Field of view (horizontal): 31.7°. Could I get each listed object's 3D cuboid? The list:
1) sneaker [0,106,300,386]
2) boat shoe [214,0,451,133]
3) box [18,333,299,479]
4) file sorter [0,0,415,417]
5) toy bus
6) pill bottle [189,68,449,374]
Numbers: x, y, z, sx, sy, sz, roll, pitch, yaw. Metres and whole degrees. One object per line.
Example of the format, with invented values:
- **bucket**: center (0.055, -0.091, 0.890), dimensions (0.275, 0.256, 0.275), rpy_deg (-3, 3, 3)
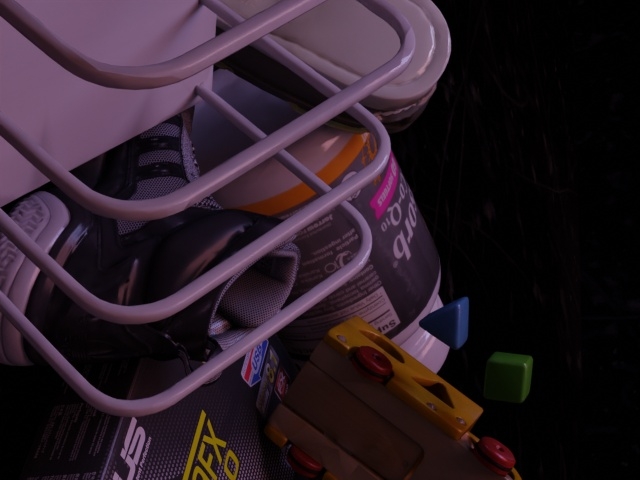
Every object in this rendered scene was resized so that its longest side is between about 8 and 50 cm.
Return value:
- **sneaker**: center (-0.081, -0.019, 0.667), dimensions (0.268, 0.153, 0.101), rpy_deg (-71, 174, -46)
- **boat shoe**: center (-0.059, -0.167, 0.726), dimensions (0.109, 0.305, 0.091), rpy_deg (-55, 173, -17)
- **box**: center (-0.090, 0.143, 0.726), dimensions (0.270, 0.060, 0.216), rpy_deg (-78, 151, -44)
- **file sorter**: center (-0.069, -0.092, 0.475), dimensions (0.193, 0.173, 0.277), rpy_deg (-34, 151, -32)
- **toy bus**: center (0.067, 0.141, 0.781), dimensions (0.104, 0.191, 0.202), rpy_deg (-19, 99, -69)
- **pill bottle**: center (0.000, 0.000, 0.878), dimensions (0.162, 0.162, 0.278), rpy_deg (-79, 150, -42)
